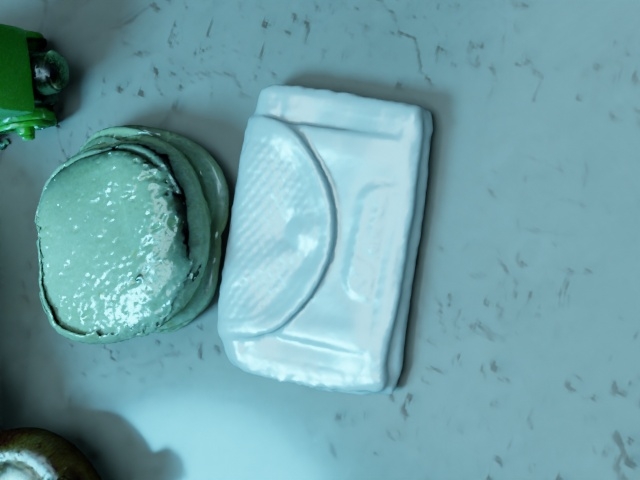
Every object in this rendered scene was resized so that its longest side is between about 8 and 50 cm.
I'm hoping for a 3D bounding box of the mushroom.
[{"bbox_3d":[-0.191,0.186,0.879,0.127,0.087,0.127,-1,87,22],"label":"mushroom"}]

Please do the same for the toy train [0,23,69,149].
[{"bbox_3d":[-0.291,-0.095,0.903,0.251,0.119,0.085,-8,89,23],"label":"toy train"}]

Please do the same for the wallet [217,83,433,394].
[{"bbox_3d":[0.000,0.000,0.822,0.124,0.032,0.183,10,94,21],"label":"wallet"}]

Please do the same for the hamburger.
[{"bbox_3d":[-0.123,-0.004,0.859,0.133,0.062,0.140,7,96,25],"label":"hamburger"}]
